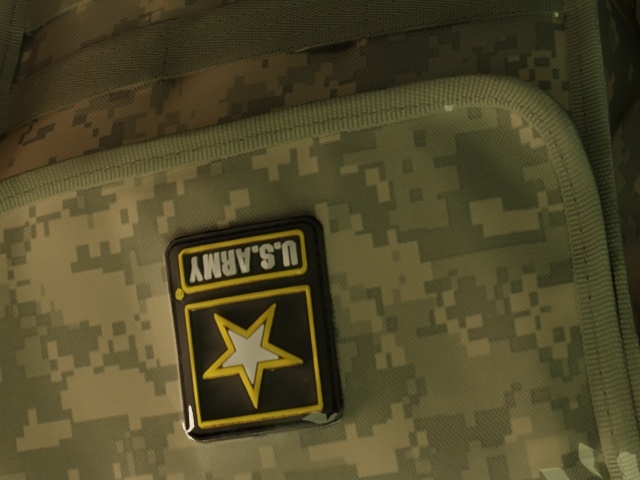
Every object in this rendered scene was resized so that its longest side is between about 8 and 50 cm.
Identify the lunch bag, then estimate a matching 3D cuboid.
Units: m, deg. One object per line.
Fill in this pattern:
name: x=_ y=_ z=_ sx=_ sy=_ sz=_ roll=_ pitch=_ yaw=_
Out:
lunch bag: x=0.000 y=0.000 z=0.666 sx=0.235 sy=0.287 sz=0.169 roll=-11 pitch=136 yaw=17
